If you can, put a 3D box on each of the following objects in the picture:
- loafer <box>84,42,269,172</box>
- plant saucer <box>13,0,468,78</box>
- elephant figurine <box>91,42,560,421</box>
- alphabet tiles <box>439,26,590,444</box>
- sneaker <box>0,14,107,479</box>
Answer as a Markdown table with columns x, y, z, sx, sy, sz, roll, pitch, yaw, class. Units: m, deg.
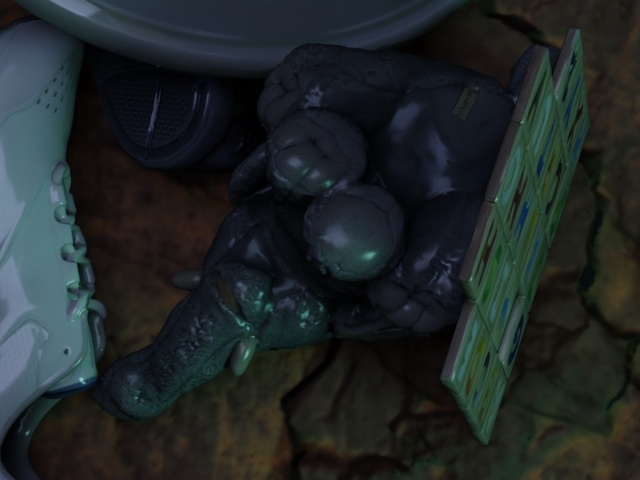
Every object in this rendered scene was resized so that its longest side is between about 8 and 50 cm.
| x | y | z | sx | sy | sz | roll | pitch | yaw | class |
| --- | --- | --- | --- | --- | --- | --- | --- | --- | --- |
| -0.094 | -0.175 | 1.164 | 0.109 | 0.095 | 0.303 | -25 | 68 | 31 | loafer |
| -0.052 | -0.286 | 1.091 | 0.400 | 0.100 | 0.401 | 7 | 65 | -14 | plant saucer |
| 0.000 | 0.000 | 1.081 | 0.186 | 0.239 | 0.169 | 13 | 60 | -18 | elephant figurine |
| 0.103 | -0.007 | 1.014 | 0.009 | 0.237 | 0.198 | 17 | 79 | 13 | alphabet tiles |
| -0.172 | 0.021 | 1.104 | 0.129 | 0.111 | 0.297 | 13 | 87 | 12 | sneaker |
